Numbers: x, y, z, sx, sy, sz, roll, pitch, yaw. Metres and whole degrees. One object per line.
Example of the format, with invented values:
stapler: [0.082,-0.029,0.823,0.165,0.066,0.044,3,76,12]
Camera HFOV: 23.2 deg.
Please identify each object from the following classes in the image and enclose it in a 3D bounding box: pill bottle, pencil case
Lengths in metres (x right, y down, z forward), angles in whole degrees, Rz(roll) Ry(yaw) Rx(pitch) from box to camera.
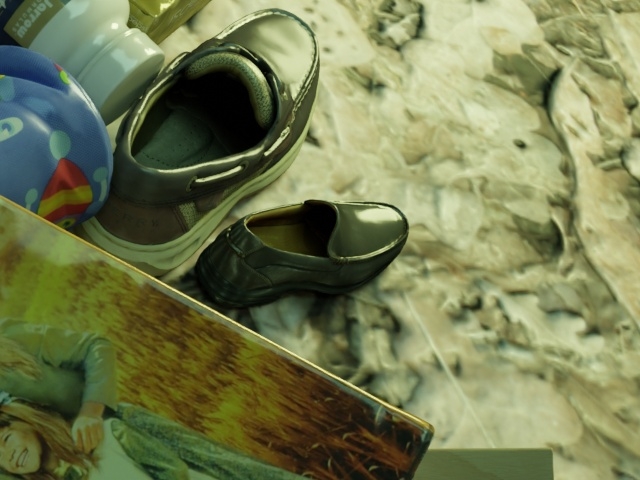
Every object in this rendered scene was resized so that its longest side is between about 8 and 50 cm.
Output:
pill bottle: [-0.187,-0.154,1.031,0.169,0.094,0.094,42,45,5]
pencil case: [-0.260,-0.022,0.862,0.306,0.119,0.133,-28,73,-42]

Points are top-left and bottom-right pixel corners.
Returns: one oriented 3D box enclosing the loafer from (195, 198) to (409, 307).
loafer: [0.000,0.000,1.043,0.170,0.061,0.062,-17,65,-40]

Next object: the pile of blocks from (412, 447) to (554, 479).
pile of blocks: [-0.030,0.172,0.865,0.362,0.149,0.112,3,81,-20]

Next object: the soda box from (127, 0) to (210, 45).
soda box: [-0.105,-0.199,1.139,0.058,0.061,0.181,39,45,1]

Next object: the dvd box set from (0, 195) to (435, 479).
dvd box set: [-0.199,0.120,0.708,0.420,0.062,0.307,30,83,-8]

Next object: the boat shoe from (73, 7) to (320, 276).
boat shoe: [-0.065,-0.086,1.049,0.103,0.092,0.285,36,43,3]
